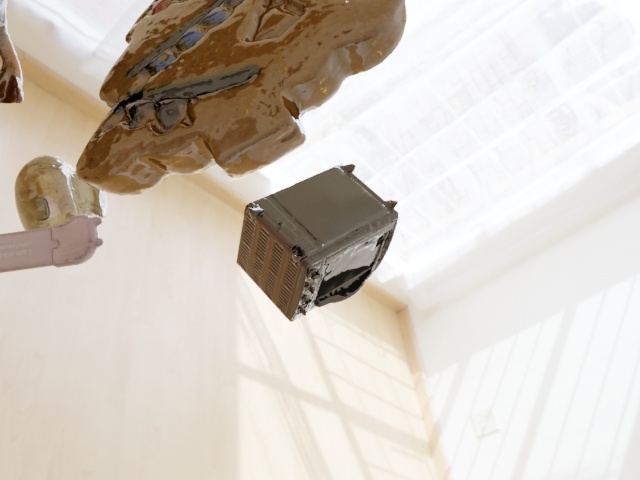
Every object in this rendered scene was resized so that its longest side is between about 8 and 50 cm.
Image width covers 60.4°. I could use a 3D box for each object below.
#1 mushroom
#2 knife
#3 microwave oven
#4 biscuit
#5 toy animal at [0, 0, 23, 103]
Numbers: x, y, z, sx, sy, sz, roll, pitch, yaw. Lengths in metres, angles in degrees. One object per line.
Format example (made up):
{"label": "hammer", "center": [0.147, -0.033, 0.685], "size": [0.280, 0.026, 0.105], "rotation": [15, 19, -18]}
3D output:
{"label": "mushroom", "center": [-0.594, -0.077, 1.268], "size": [0.184, 0.255, 0.255], "rotation": [-5, 54, -13]}
{"label": "knife", "center": [-0.570, 0.028, 0.952], "size": [0.038, 0.398, 0.132], "rotation": [73, 9, -80]}
{"label": "microwave oven", "center": [-0.001, 0.000, 0.999], "size": [0.247, 0.178, 0.188], "rotation": [-27, 57, -34]}
{"label": "biscuit", "center": [-0.091, -0.165, 0.459], "size": [0.043, 0.278, 0.301], "rotation": [54, 6, -50]}
{"label": "toy animal", "center": [-0.355, -0.221, 0.517], "size": [0.185, 0.122, 0.298], "rotation": [80, 13, -55]}
